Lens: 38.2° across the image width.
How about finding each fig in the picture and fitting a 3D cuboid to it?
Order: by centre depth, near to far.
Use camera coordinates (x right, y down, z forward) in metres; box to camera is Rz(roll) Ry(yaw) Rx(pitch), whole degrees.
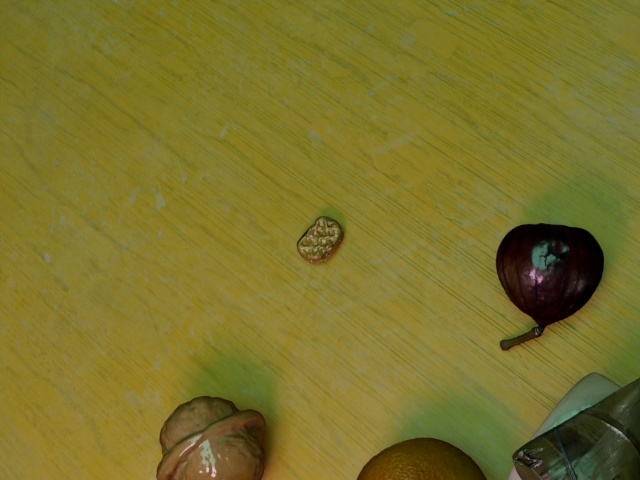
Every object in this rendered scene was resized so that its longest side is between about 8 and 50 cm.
[{"bbox_3d":[0.440,0.091,1.782,0.203,0.186,0.250,4,83,0],"label":"fig"}]

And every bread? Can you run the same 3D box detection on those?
[{"bbox_3d":[0.000,0.000,2.018,0.083,0.044,0.111,38,86,22],"label":"bread"}]

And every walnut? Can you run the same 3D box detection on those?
[{"bbox_3d":[-0.214,0.424,1.854,0.257,0.257,0.224,-37,66,5],"label":"walnut"}]

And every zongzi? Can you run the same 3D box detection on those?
[{"bbox_3d":[0.465,0.362,1.392,0.274,0.125,0.251,-32,66,1],"label":"zongzi"}]

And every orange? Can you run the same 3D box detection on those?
[{"bbox_3d":[0.189,0.501,1.695,0.274,0.274,0.274,-5,73,17],"label":"orange"}]

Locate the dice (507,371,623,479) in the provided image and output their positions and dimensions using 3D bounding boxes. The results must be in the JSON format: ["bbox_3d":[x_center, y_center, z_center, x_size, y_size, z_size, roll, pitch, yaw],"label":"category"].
[{"bbox_3d":[0.517,0.417,1.589,0.304,0.304,0.277,36,88,23],"label":"dice"}]
